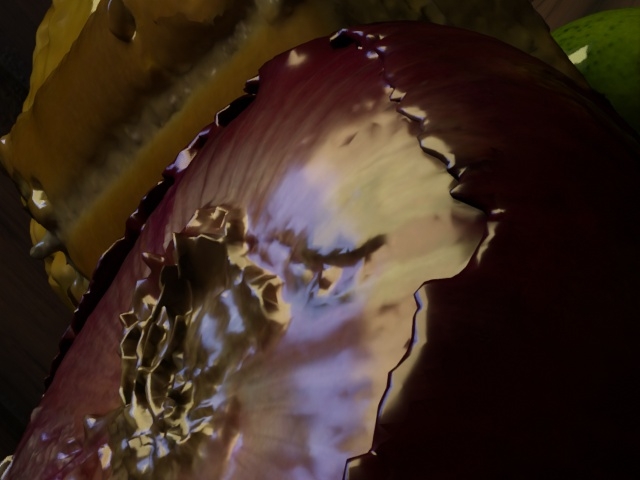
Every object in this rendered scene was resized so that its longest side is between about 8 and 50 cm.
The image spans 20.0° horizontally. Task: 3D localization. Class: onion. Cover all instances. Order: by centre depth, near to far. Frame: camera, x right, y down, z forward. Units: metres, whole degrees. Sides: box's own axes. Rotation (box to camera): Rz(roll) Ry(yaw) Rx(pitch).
[{"bbox_3d":[0.008,0.064,0.462,0.248,0.161,0.248,-34,29,22],"label":"onion"}]

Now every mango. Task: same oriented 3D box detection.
[{"bbox_3d":[0.125,-0.037,0.711,0.163,0.117,0.089,114,161,-78],"label":"mango"}]

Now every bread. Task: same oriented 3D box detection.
[{"bbox_3d":[0.000,0.000,0.674,0.111,0.239,0.246,-30,-7,-37],"label":"bread"}]

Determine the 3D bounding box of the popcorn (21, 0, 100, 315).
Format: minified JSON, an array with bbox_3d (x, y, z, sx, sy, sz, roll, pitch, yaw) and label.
[{"bbox_3d":[-0.063,-0.085,1.312,0.344,0.354,0.390,-17,19,35],"label":"popcorn"}]
